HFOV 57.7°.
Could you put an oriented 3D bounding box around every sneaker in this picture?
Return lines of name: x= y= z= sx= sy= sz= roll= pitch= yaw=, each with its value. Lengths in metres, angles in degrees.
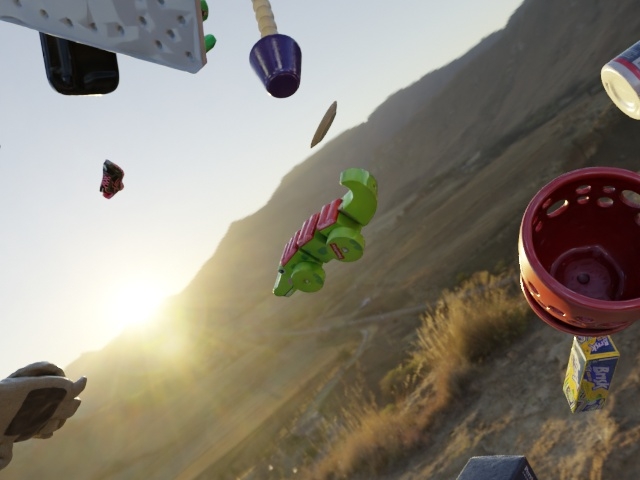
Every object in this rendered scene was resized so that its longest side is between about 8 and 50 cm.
sneaker: x=-0.466 y=-0.130 z=1.281 sx=0.057 sy=0.047 sz=0.119 roll=-56 pitch=-6 yaw=-30

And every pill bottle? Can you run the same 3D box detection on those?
pill bottle: x=0.555 y=-0.286 z=0.918 sx=0.180 sy=0.108 sz=0.108 roll=-35 pitch=2 yaw=10

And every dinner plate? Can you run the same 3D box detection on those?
dinner plate: x=0.013 y=-0.300 z=1.520 sx=0.141 sy=0.017 sz=0.141 roll=-59 pitch=-2 yaw=-3

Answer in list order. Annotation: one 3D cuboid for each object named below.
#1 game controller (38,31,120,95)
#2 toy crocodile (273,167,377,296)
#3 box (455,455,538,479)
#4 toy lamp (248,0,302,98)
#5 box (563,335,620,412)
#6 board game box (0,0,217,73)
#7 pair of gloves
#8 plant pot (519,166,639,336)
game controller: x=-0.567 y=-0.500 z=1.351 sx=0.166 sy=0.319 sz=0.067 roll=-13 pitch=11 yaw=-41
toy crocodile: x=0.000 y=0.000 z=1.069 sx=0.340 sy=0.105 sz=0.115 roll=-43 pitch=22 yaw=44
box: x=0.257 y=0.446 z=0.863 sx=0.108 sy=0.153 sz=0.207 roll=-25 pitch=7 yaw=47
toy lamp: x=-0.078 y=-0.319 z=0.862 sx=0.080 sy=0.275 sz=0.080 roll=-9 pitch=-34 yaw=-6
box: x=0.481 y=0.238 z=1.039 sx=0.059 sy=0.169 sz=0.054 roll=-9 pitch=41 yaw=3
board game box: x=-0.295 y=-0.404 z=0.609 sx=0.390 sy=0.389 sz=0.050 roll=93 pitch=-157 yaw=-45
pair of gloves: x=-0.335 y=0.219 z=0.546 sx=0.240 sy=0.042 sz=0.204 roll=-60 pitch=-16 yaw=0
plant pot: x=0.356 y=0.028 z=0.754 sx=0.191 sy=0.191 sz=0.174 roll=-36 pitch=-31 yaw=-3
